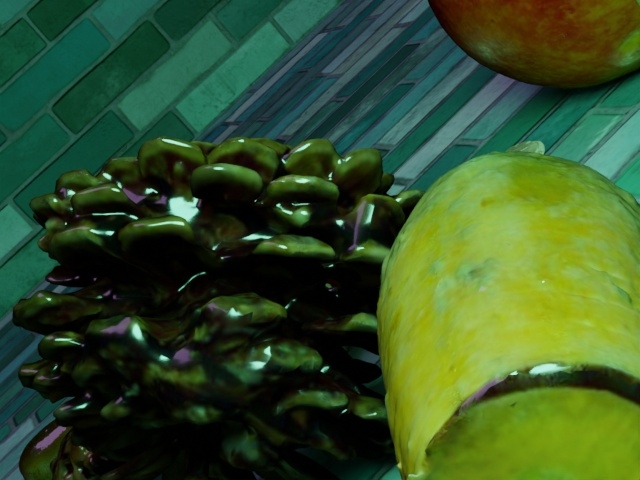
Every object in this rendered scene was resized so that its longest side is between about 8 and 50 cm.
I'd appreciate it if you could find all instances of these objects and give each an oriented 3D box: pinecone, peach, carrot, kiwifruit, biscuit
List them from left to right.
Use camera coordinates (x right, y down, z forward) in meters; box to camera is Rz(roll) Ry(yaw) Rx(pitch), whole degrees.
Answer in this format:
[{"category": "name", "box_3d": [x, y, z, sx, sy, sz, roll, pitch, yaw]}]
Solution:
[{"category": "kiwifruit", "box_3d": [-0.366, 0.290, 1.925, 0.124, 0.075, 0.075, -38, 15, -3]}, {"category": "biscuit", "box_3d": [-0.236, 0.203, 1.741, 0.289, 0.081, 0.334, -49, 5, -29]}, {"category": "pinecone", "box_3d": [-0.083, 0.088, 1.241, 0.398, 0.398, 0.398, -38, 16, 13]}, {"category": "carrot", "box_3d": [0.149, 0.079, 0.969, 0.224, 0.224, 0.340, -37, 19, 18]}, {"category": "peach", "box_3d": [0.283, -0.361, 1.607, 0.388, 0.388, 0.388, -38, 16, 13]}]

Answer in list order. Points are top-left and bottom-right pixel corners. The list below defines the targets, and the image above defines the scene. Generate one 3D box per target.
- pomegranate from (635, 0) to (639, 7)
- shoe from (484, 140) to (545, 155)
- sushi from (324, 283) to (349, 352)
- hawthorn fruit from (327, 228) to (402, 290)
[{"category": "pomegranate", "box_3d": [0.415, -0.299, 1.060, 0.417, 0.416, 0.416, -38, 16, 13]}, {"category": "shoe", "box_3d": [0.192, -0.039, 1.442, 0.089, 0.092, 0.180, -45, 12, -30]}, {"category": "sushi", "box_3d": [-0.078, 0.132, 1.528, 0.274, 0.139, 0.184, -53, 16, -26]}, {"category": "hawthorn fruit", "box_3d": [0.000, 0.000, 1.658, 0.194, 0.157, 0.157, -37, 15, -2]}]
